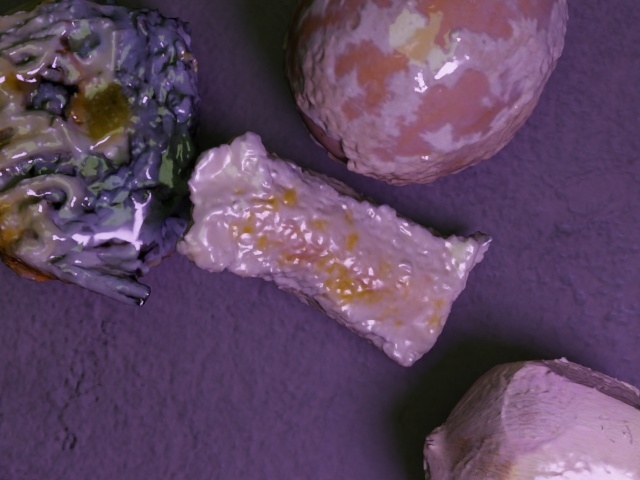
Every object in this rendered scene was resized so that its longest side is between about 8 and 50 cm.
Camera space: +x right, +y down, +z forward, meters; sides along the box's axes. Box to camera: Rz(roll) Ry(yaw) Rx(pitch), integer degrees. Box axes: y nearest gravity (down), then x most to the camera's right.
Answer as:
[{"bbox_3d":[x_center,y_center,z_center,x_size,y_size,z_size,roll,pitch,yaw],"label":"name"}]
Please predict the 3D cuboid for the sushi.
[{"bbox_3d":[-0.177,-0.068,1.483,0.184,0.139,0.274,-7,78,0],"label":"sushi"}]

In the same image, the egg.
[{"bbox_3d":[0.081,-0.157,1.453,0.203,0.203,0.245,36,84,7],"label":"egg"}]

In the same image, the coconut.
[{"bbox_3d":[0.166,0.175,1.417,0.194,0.194,0.194,0,82,3],"label":"coconut"}]

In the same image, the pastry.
[{"bbox_3d":[0.000,0.006,1.444,0.258,0.089,0.121,23,79,-26],"label":"pastry"}]
